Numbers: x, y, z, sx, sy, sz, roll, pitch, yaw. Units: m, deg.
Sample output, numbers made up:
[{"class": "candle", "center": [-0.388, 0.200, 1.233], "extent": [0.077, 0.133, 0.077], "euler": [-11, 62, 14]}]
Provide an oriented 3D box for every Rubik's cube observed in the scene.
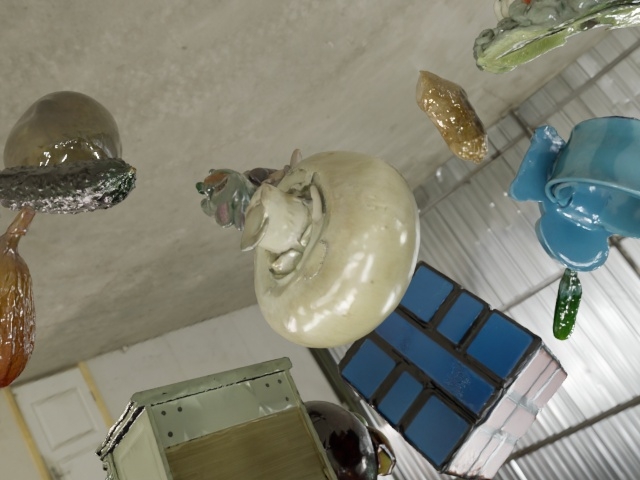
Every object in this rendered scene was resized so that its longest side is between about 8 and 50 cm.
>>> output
[{"class": "Rubik's cube", "center": [0.254, 0.253, 1.041], "extent": [0.283, 0.288, 0.293], "euler": [-52, 138, -3]}]

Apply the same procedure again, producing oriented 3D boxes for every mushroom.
[{"class": "mushroom", "center": [0.000, 0.000, 0.649], "extent": [0.202, 0.246, 0.246], "euler": [24, 128, -36]}]

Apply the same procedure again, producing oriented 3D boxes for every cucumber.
[{"class": "cucumber", "center": [0.376, 0.099, 0.832], "extent": [0.037, 0.037, 0.155], "euler": [-26, 126, -27]}, {"class": "cucumber", "center": [-0.331, -0.069, 0.706], "extent": [0.300, 0.072, 0.072], "euler": [3, -169, 38]}]

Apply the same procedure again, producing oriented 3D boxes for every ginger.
[{"class": "ginger", "center": [0.231, -0.219, 0.953], "extent": [0.068, 0.190, 0.095], "euler": [-32, -177, 37]}]

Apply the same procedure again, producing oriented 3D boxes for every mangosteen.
[{"class": "mangosteen", "center": [0.003, 0.515, 1.261], "extent": [0.311, 0.311, 0.311], "euler": [-31, 166, -9]}]

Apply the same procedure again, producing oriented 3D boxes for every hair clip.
[{"class": "hair clip", "center": [0.316, -0.258, 0.568], "extent": [0.321, 0.091, 0.138], "euler": [-14, 180, -10]}]

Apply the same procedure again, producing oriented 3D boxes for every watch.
[{"class": "watch", "center": [0.362, -0.073, 0.680], "extent": [0.210, 0.211, 0.193], "euler": [-31, 180, -7]}]

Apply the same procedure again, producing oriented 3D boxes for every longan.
[{"class": "longan", "center": [-0.753, -0.265, 1.616], "extent": [0.360, 0.361, 0.361], "euler": [-31, 166, -9]}]

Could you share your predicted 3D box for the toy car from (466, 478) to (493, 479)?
[{"class": "toy car", "center": [0.106, 0.398, 0.654], "extent": [0.270, 0.181, 0.212], "euler": [16, 145, -42]}]

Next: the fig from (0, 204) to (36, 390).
[{"class": "fig", "center": [-0.273, 0.055, 0.416], "extent": [0.119, 0.119, 0.153], "euler": [-12, 145, -55]}]

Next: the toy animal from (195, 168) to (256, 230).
[{"class": "toy animal", "center": [-0.184, -0.087, 1.141], "extent": [0.127, 0.126, 0.251], "euler": [-18, -161, -13]}]

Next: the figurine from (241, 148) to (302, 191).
[{"class": "figurine", "center": [-0.084, -0.111, 1.434], "extent": [0.380, 0.203, 0.248], "euler": [-14, 152, 39]}]

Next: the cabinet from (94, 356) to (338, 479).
[{"class": "cabinet", "center": [-0.146, 0.399, 0.854], "extent": [0.289, 0.318, 0.227], "euler": [-4, 145, -42]}]
